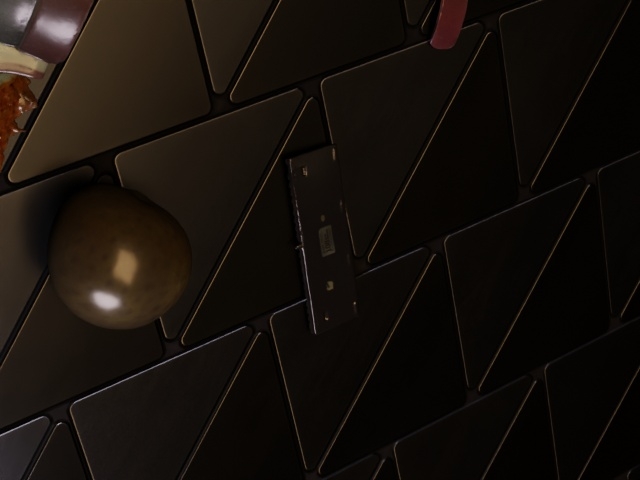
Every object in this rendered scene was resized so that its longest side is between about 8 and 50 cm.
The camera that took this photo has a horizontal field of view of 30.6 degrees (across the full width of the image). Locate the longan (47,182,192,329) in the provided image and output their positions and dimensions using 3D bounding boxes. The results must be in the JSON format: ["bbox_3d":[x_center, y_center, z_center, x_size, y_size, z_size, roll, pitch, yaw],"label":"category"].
[{"bbox_3d":[-0.289,0.026,1.660,0.196,0.196,0.220,-51,129,-6],"label":"longan"}]

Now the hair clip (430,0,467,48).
[{"bbox_3d":[0.212,-0.380,1.913,0.054,0.022,0.137,1,106,-34],"label":"hair clip"}]

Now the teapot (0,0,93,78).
[{"bbox_3d":[-0.420,-0.330,1.350,0.312,0.233,0.314,21,96,-18],"label":"teapot"}]

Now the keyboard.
[{"bbox_3d":[0.000,0.000,1.919,0.106,0.027,0.316,-20,116,-27],"label":"keyboard"}]

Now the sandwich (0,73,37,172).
[{"bbox_3d":[-0.474,-0.184,1.496,0.251,0.162,0.301,-10,109,-23],"label":"sandwich"}]
